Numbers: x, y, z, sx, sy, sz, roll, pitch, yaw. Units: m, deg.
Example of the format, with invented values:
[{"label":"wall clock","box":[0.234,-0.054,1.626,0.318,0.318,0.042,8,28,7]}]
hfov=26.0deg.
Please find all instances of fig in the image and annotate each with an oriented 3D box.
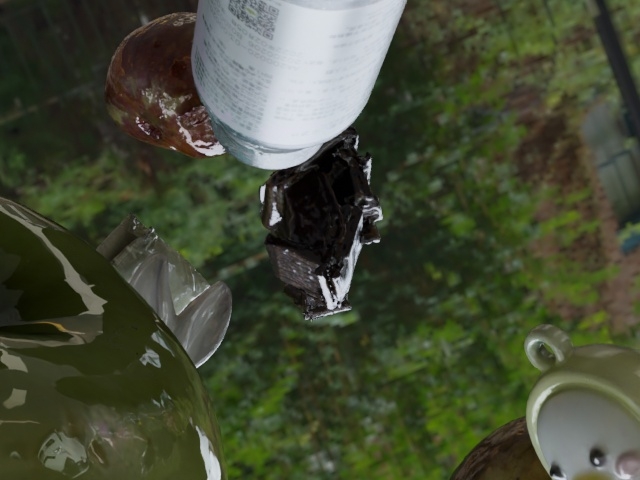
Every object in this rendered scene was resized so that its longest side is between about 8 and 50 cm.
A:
[{"label":"fig","box":[-0.114,-0.169,1.406,0.160,0.143,0.231,13,-151,24]}]

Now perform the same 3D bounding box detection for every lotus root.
[{"label":"lotus root","box":[0.169,0.237,1.218,0.214,0.138,0.138,-48,176,29]}]

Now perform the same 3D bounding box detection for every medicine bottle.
[{"label":"medicine bottle","box":[-0.019,-0.157,0.993,0.141,0.141,0.293,-26,163,-20]}]

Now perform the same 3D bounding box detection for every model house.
[{"label":"model house","box":[0.009,-0.002,1.498,0.141,0.164,0.203,-25,161,-6]}]

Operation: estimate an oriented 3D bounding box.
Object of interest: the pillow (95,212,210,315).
[{"label":"pillow","box":[-0.215,0.068,1.494,0.181,0.134,0.078,-45,-142,4]}]

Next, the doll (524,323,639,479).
[{"label":"doll","box":[0.206,0.172,0.782,0.117,0.296,0.141,-43,-179,-32]}]

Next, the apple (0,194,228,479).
[{"label":"apple","box":[-0.216,0.141,0.633,0.357,0.357,0.357,-22,-171,4]}]

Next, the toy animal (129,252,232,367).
[{"label":"toy animal","box":[-0.156,0.134,1.303,0.103,0.221,0.131,17,-163,-9]}]
